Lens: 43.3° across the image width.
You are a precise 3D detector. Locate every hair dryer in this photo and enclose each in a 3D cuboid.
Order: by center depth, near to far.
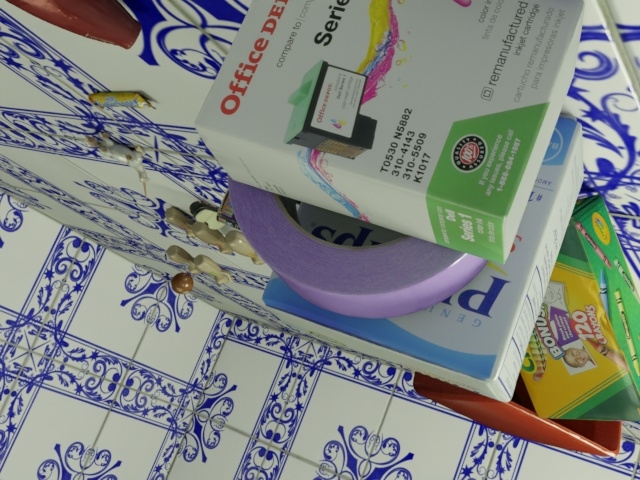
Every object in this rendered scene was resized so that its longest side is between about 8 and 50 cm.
[{"bbox_3d":[-0.280,-0.293,0.862,0.223,0.080,0.293,17,167,18],"label":"hair dryer"}]

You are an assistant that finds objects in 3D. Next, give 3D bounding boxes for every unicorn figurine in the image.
[{"bbox_3d":[-0.398,-0.169,1.635,0.162,0.060,0.111,40,166,-3],"label":"unicorn figurine"}]

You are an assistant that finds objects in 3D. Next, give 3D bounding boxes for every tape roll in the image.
[{"bbox_3d":[0.051,-0.066,0.800,0.275,0.275,0.090,18,165,20],"label":"tape roll"}]

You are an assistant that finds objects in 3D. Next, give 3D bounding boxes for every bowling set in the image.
[{"bbox_3d":[-0.294,0.052,2.011,0.287,0.200,0.154,23,170,35],"label":"bowling set"}]

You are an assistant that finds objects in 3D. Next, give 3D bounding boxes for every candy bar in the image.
[{"bbox_3d":[-0.331,-0.232,1.335,0.161,0.018,0.040,9,162,42],"label":"candy bar"}]

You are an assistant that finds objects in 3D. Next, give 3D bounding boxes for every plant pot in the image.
[{"bbox_3d":[0.300,0.175,1.269,0.267,0.267,0.236,29,151,-27],"label":"plant pot"}]

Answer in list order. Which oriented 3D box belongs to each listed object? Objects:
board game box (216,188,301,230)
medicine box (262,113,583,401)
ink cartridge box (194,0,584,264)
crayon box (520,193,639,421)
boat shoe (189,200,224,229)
[{"bbox_3d":[-0.051,-0.080,1.146,0.141,0.170,0.048,24,169,-2],"label":"board game box"},{"bbox_3d":[0.121,-0.005,0.896,0.263,0.289,0.149,16,166,23],"label":"medicine box"},{"bbox_3d":[0.060,-0.125,0.706,0.278,0.201,0.117,18,166,19],"label":"ink cartridge box"},{"bbox_3d":[0.319,0.092,1.036,0.165,0.081,0.278,-13,103,52],"label":"crayon box"},{"bbox_3d":[-0.257,-0.059,1.864,0.042,0.049,0.133,53,-171,23],"label":"boat shoe"}]
